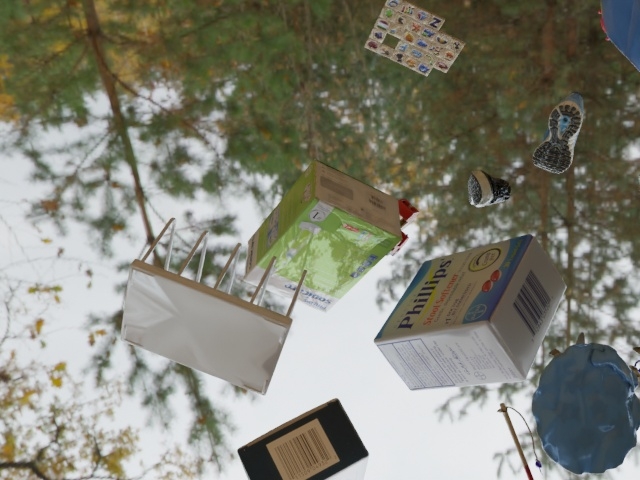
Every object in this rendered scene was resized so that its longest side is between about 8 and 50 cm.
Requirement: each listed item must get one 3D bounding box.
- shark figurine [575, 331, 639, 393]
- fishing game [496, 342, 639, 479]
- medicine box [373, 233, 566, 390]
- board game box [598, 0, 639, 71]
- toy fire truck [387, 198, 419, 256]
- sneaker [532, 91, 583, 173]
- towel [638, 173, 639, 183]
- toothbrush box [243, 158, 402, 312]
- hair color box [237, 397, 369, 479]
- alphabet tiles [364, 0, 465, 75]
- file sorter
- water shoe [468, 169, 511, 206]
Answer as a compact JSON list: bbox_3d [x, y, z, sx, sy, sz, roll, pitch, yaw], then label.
[{"bbox_3d":[0.649,0.294,1.447,0.278,0.116,0.166,2,-141,9],"label":"shark figurine"},{"bbox_3d":[0.376,0.238,0.997,0.264,0.189,0.041,-23,-178,-17],"label":"fishing game"},{"bbox_3d":[0.297,0.148,1.395,0.289,0.149,0.263,-18,-155,46],"label":"medicine box"},{"bbox_3d":[0.447,-0.325,1.038,0.169,0.133,0.033,27,159,-33],"label":"board game box"},{"bbox_3d":[0.180,-0.028,1.622,0.047,0.135,0.192,44,-168,15],"label":"toy fire truck"},{"bbox_3d":[0.409,-0.179,1.173,0.063,0.162,0.073,26,-125,15],"label":"sneaker"},{"bbox_3d":[0.785,-0.047,1.434,0.248,0.324,0.038,-21,-143,4],"label":"towel"},{"bbox_3d":[0.000,0.000,1.429,0.206,0.283,0.122,23,-139,-22],"label":"toothbrush box"},{"bbox_3d":[-0.025,0.390,1.152,0.174,0.347,0.105,-24,-118,-13],"label":"hair color box"},{"bbox_3d":[0.258,-0.540,1.878,0.237,0.198,0.009,23,-122,-6],"label":"alphabet tiles"},{"bbox_3d":[-0.181,0.108,1.241,0.278,0.192,0.173,21,-140,2],"label":"file sorter"},{"bbox_3d":[0.341,-0.108,1.398,0.080,0.072,0.203,-6,-176,8],"label":"water shoe"}]
